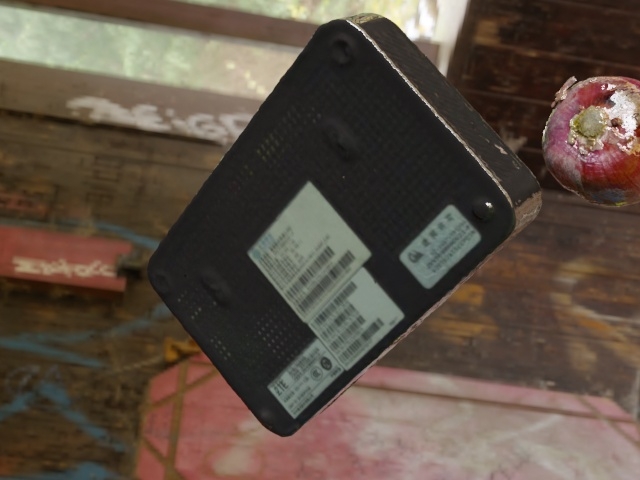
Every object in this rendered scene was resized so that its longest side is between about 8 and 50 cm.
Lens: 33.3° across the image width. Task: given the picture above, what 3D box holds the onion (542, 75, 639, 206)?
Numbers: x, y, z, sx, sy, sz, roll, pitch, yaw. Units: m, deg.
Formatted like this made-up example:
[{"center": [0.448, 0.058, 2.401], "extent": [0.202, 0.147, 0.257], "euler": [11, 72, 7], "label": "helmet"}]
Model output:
[{"center": [0.358, -0.108, 1.270], "extent": [0.159, 0.195, 0.159], "euler": [-16, 65, 37], "label": "onion"}]

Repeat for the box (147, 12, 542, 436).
[{"center": [0.000, 0.000, 0.874], "extent": [0.058, 0.211, 0.350], "euler": [-31, -14, -49], "label": "box"}]
